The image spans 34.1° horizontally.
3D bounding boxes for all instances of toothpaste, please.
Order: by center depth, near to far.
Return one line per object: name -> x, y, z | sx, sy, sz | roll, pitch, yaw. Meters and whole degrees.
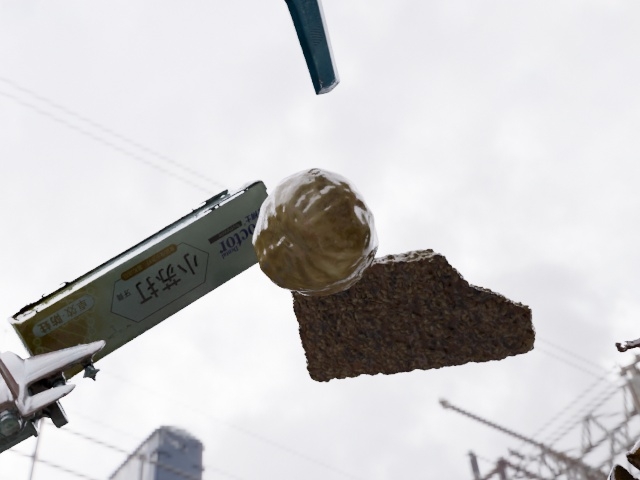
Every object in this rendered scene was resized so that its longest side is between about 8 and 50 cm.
toothpaste -> -0.182, 0.042, 1.144 | 0.313, 0.071, 0.089 | -32, -80, -21

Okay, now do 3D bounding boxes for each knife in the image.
knife -> -0.017, -0.211, 0.953 | 0.044, 0.026, 0.296 | -35, -23, -6

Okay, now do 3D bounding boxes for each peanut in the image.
peanut -> -0.002, 0.001, 0.753 | 0.089, 0.089, 0.193 | -12, -10, 4

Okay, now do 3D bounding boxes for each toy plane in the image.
toy plane -> -0.306, 0.146, 0.990 | 0.223, 0.326, 0.104 | -28, -85, -12

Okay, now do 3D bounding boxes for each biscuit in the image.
biscuit -> 0.093, 0.073, 1.040 | 0.236, 0.026, 0.131 | -8, -65, 7

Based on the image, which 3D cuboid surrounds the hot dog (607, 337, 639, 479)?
hot dog -> 0.329, 0.112, 0.789 | 0.194, 0.326, 0.107 | 23, -51, 8
